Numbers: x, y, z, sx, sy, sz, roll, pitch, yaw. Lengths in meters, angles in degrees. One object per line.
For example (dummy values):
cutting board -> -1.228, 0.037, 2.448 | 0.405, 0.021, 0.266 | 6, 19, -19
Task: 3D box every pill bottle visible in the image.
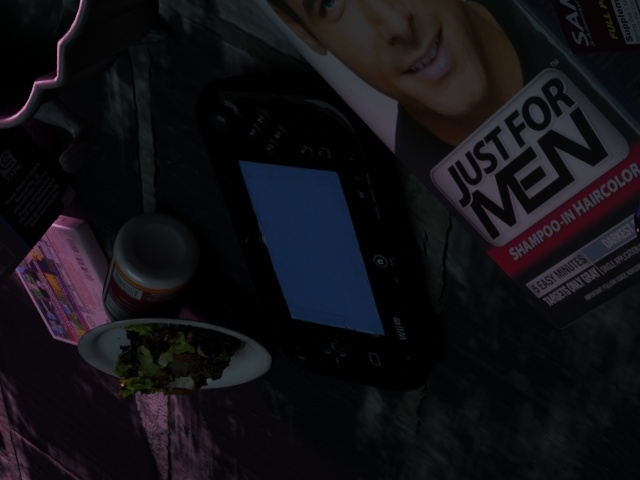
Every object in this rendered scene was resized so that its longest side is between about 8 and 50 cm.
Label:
pill bottle -> -0.176, 0.043, 1.389 | 0.086, 0.086, 0.152 | 41, 147, 9

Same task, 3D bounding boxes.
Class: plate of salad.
plate of salad -> -0.150, 0.127, 1.397 | 0.199, 0.048, 0.200 | 3, 154, 1

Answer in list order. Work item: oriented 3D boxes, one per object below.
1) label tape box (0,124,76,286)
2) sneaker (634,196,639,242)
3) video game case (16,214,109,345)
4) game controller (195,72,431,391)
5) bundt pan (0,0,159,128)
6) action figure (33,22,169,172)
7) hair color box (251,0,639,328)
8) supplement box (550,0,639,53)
label tape box -> -0.417, -0.064, 1.326 | 0.106, 0.241, 0.334 | 24, 159, 34
sneaker -> 0.313, 0.025, 0.715 | 0.330, 0.130, 0.147 | 28, 143, -7
video game case -> -0.292, 0.050, 1.588 | 0.183, 0.023, 0.201 | 11, 134, 42
game controller -> 0.000, 0.000, 1.160 | 0.166, 0.067, 0.319 | 16, 137, 39
bundt pan -> -0.216, -0.245, 0.924 | 0.331, 0.124, 0.331 | 18, 118, 37
action figure -> -0.316, -0.175, 1.179 | 0.330, 0.178, 0.341 | 24, 125, 20
hair color box -> 0.099, -0.138, 0.856 | 0.374, 0.113, 0.185 | 47, 148, 0
supplement box -> 0.240, -0.154, 0.661 | 0.239, 0.130, 0.073 | 7, 131, 46
